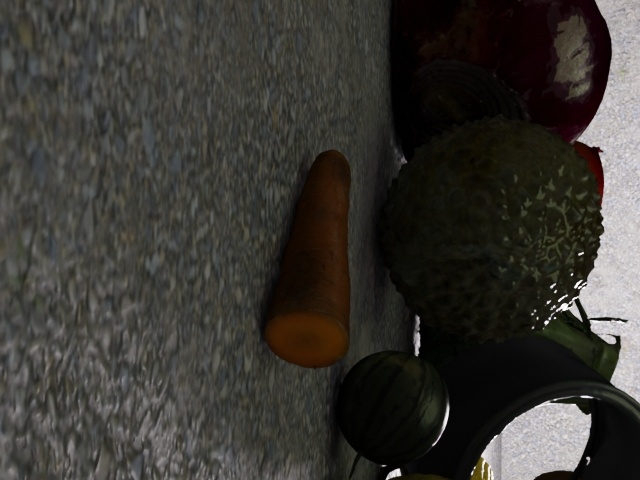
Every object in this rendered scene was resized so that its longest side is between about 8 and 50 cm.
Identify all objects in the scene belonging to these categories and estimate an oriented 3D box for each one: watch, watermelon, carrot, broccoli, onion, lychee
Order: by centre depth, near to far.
[{"bbox_3d":[0.000,0.000,0.904,0.209,0.061,0.061,-82,167,-47],"label":"carrot"},{"bbox_3d":[0.060,0.165,1.101,0.133,0.105,0.105,-56,154,-24],"label":"watermelon"},{"bbox_3d":[0.190,-0.009,1.305,0.274,0.255,0.255,-65,154,-79],"label":"lychee"},{"bbox_3d":[0.236,0.300,1.427,0.314,0.335,0.327,-138,-154,-67],"label":"watch"},{"bbox_3d":[0.223,-0.228,1.455,0.282,0.260,0.336,-60,150,-56],"label":"onion"},{"bbox_3d":[0.267,0.119,1.622,0.304,0.283,0.321,97,20,-46],"label":"broccoli"}]

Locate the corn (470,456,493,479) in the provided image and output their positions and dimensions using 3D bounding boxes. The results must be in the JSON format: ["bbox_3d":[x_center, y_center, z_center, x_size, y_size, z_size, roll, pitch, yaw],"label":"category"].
[{"bbox_3d":[0.239,0.428,1.965,0.244,0.093,0.093,-60,149,-74],"label":"corn"}]

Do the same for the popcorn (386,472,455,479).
[{"bbox_3d":[0.124,0.344,1.108,0.252,0.215,0.286,-114,-178,-67],"label":"popcorn"}]

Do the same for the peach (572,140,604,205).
[{"bbox_3d":[0.373,-0.106,2.116,0.338,0.281,0.281,-63,152,-55],"label":"peach"}]

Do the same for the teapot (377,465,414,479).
[{"bbox_3d":[0.087,0.301,1.323,0.076,0.068,0.121,43,23,-46],"label":"teapot"}]
